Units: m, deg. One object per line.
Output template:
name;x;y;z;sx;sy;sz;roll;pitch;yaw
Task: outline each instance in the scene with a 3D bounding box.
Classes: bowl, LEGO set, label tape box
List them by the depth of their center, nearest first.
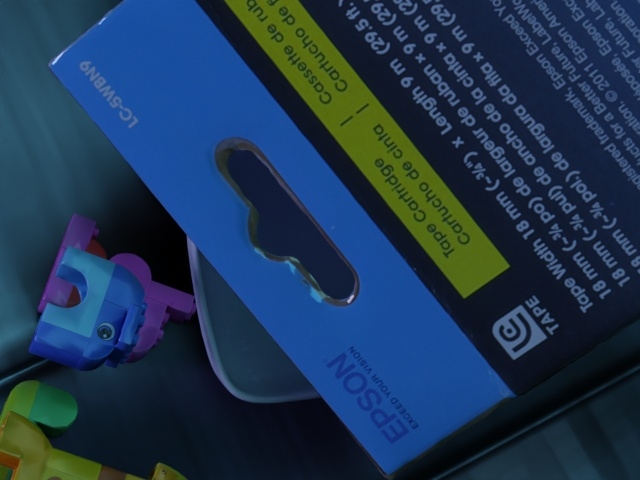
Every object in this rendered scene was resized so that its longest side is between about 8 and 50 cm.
label tape box;0.092;-0.092;0.781;0.240;0.334;0.106;51;23;-7
LEGO set;-0.097;0.094;0.834;0.093;0.087;0.227;21;66;-9
bowl;0.000;0.000;0.901;0.142;0.053;0.142;-11;100;-21
